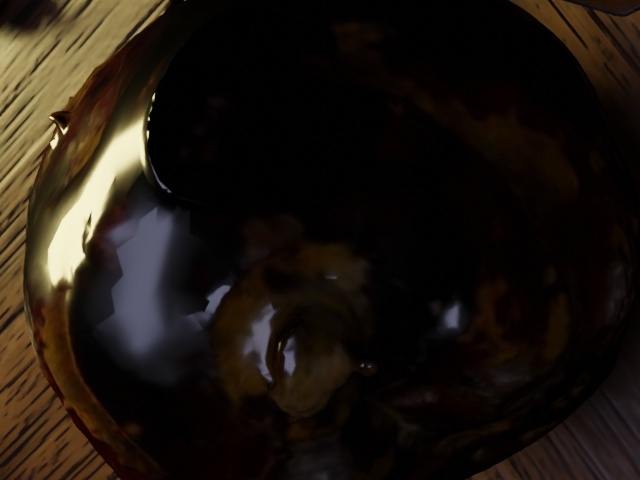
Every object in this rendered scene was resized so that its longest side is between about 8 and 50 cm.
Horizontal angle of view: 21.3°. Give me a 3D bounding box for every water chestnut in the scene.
[{"bbox_3d":[0.000,0.000,0.944,0.335,0.347,0.335,-1,93,-11],"label":"water chestnut"}]

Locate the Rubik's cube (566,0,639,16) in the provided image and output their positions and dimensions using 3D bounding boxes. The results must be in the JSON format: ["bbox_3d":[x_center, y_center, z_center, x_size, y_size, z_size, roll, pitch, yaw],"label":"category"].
[{"bbox_3d":[0.142,-0.270,0.823,0.319,0.319,0.264,44,141,21],"label":"Rubik's cube"}]
